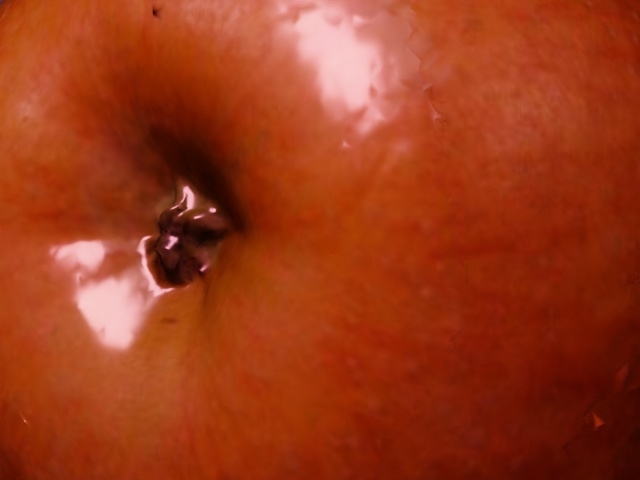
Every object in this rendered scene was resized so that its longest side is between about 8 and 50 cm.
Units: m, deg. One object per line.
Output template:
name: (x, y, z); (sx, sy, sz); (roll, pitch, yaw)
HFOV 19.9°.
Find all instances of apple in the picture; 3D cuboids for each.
apple: (0.000, 0.000, 0.842); (0.400, 0.333, 0.400); (-13, 62, 26)
